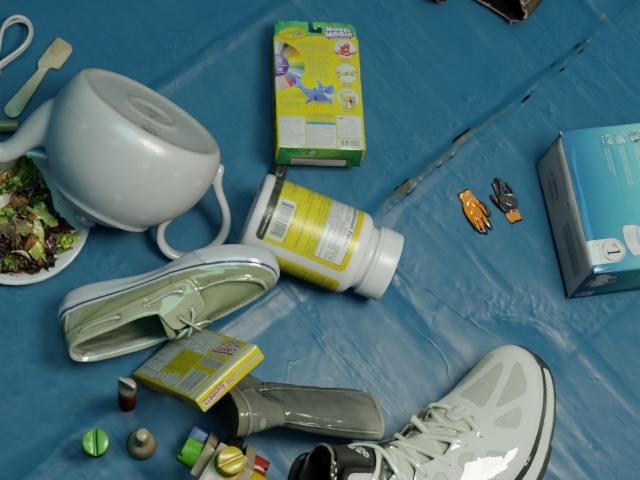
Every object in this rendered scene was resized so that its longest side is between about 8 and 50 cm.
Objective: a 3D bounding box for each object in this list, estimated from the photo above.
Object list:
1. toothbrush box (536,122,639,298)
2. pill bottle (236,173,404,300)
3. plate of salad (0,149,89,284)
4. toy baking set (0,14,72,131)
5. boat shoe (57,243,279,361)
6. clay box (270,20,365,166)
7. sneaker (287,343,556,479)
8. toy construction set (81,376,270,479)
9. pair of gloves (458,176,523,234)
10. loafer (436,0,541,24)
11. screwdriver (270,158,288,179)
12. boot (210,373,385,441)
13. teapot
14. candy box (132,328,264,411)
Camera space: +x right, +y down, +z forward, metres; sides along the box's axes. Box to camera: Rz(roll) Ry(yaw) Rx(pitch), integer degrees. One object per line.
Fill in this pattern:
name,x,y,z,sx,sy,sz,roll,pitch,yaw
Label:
toothbrush box,0.485,-0.051,1.903,0.295,0.126,0.216,-8,72,-10
pill bottle,0.000,0.000,1.815,0.208,0.119,0.119,22,70,-7
plate of salad,-0.414,-0.038,1.809,0.199,0.048,0.200,3,71,-8
toy baking set,-0.486,-0.236,1.875,0.256,0.030,0.197,4,71,-7
boat shoe,-0.196,0.091,1.750,0.302,0.109,0.094,-16,50,1
clay box,-0.006,-0.214,1.916,0.127,0.053,0.222,2,61,-8
sneaker,0.125,0.278,1.656,0.257,0.169,0.448,47,66,-36
toy construction set,-0.172,0.301,1.629,0.257,0.237,0.309,-34,78,-17
pair of gloves,0.248,-0.050,1.930,0.083,0.010,0.074,-21,75,-15
loafer,0.183,-0.433,1.984,0.365,0.134,0.130,19,69,-1
screwdriver,-0.067,-0.054,1.880,0.025,0.024,0.170,1,70,22
boot,-0.039,0.205,1.758,0.208,0.076,0.190,-2,31,-24
teapot,-0.267,-0.096,1.781,0.256,0.252,0.187,41,108,27
candy box,-0.160,0.161,1.704,0.105,0.206,0.027,-40,112,-21
